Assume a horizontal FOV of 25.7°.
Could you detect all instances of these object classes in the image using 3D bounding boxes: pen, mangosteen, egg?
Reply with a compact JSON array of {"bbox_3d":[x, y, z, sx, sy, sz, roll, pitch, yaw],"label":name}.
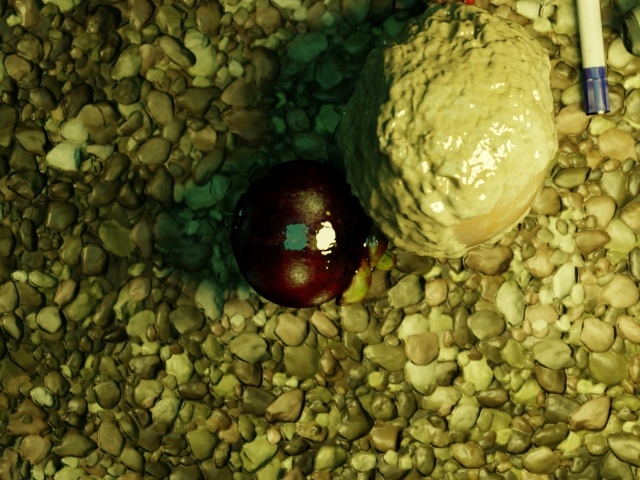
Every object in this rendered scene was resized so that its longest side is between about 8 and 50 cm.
[{"bbox_3d":[0.342,-0.293,1.792,0.033,0.033,0.268,-6,90,8],"label":"pen"},{"bbox_3d":[0.000,0.000,1.778,0.231,0.194,0.194,17,93,-15],"label":"mangosteen"},{"bbox_3d":[0.159,-0.130,1.709,0.279,0.279,0.310,9,77,8],"label":"egg"}]

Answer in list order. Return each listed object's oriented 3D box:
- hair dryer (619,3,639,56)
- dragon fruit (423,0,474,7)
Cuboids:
[{"bbox_3d":[0.527,-0.220,1.758,0.229,0.092,0.267,-32,100,2],"label":"hair dryer"},{"bbox_3d":[0.178,-0.358,1.810,0.092,0.122,0.192,8,97,48],"label":"dragon fruit"}]
